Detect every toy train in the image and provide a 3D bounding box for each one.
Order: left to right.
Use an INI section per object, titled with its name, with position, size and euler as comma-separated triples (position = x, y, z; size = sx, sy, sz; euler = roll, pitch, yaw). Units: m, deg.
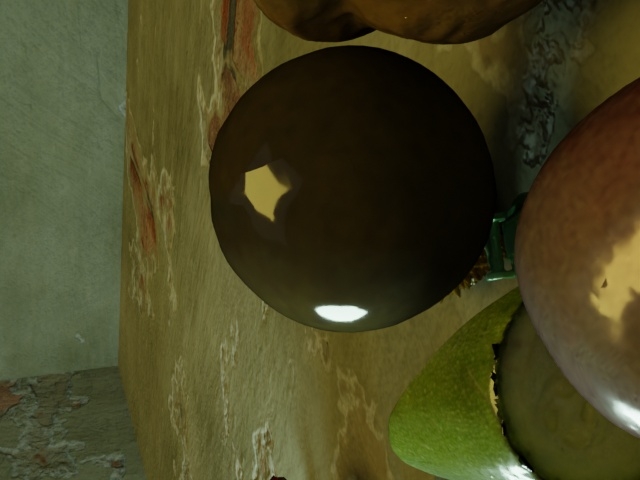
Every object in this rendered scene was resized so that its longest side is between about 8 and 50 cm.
[toy train]
position = 0.190, -0.003, 0.813
size = 0.149, 0.081, 0.099
euler = 119, 146, -84

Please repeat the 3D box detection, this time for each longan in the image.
[longan]
position = 0.027, -0.048, 0.840
size = 0.258, 0.258, 0.258
euler = 175, 90, -70

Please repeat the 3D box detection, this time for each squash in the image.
[squash]
position = 0.154, 0.115, 0.806
size = 0.260, 0.189, 0.189
euler = 168, 97, -70

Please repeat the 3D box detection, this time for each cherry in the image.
[cherry]
position = 0.225, -0.005, 0.553
size = 0.239, 0.206, 0.239
euler = 179, 90, -82

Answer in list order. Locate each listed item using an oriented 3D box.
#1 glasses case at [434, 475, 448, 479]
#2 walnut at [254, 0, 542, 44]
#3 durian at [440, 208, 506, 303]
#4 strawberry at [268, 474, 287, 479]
[glasses case]
position = 0.201, 0.269, 0.875
size = 0.323, 0.074, 0.131
euler = 161, 102, -69
[walnut]
position = 0.074, -0.331, 0.730
size = 0.383, 0.384, 0.383
euler = 175, 90, -70
[durian]
position = 0.086, -0.026, 1.047
size = 0.250, 0.138, 0.183
euler = -171, 68, -75
[strawberry]
position = -0.019, 0.487, 1.343
size = 0.288, 0.250, 0.238
euler = 46, 107, 28
